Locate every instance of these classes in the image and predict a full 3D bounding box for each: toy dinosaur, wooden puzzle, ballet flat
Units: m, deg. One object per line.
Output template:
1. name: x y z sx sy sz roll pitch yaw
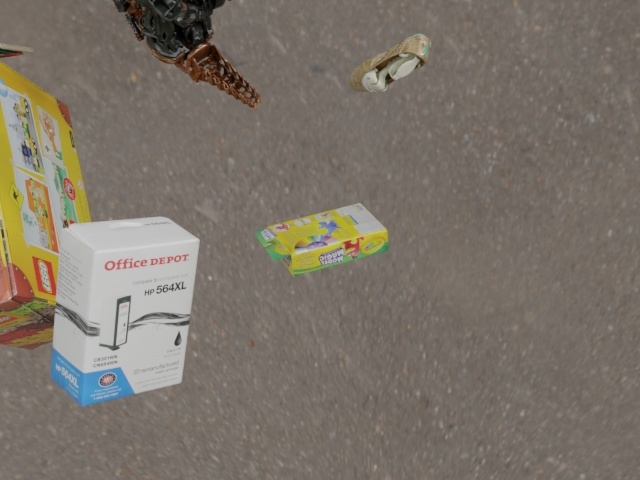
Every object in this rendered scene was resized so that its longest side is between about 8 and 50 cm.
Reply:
1. toy dinosaur: -0.197 -0.322 1.326 0.322 0.218 0.164 28 65 -3
2. wooden puzzle: -0.398 -0.230 1.148 0.079 0.116 0.014 1 97 26
3. ballet flat: 0.134 -0.341 1.893 0.073 0.206 0.067 32 46 -30

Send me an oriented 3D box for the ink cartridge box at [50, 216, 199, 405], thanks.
1. ink cartridge box: -0.241 0.083 1.161 0.148 0.203 0.086 -8 26 -40

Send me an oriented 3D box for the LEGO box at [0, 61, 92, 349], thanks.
1. LEGO box: -0.607 -0.070 1.798 0.193 0.372 0.500 -18 74 10

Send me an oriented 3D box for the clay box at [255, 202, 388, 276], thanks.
1. clay box: 0.000 0.000 1.766 0.222 0.053 0.127 -15 31 -16

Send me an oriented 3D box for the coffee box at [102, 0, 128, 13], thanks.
1. coffee box: -0.297 -0.523 1.671 0.141 0.098 0.246 26 70 -18
